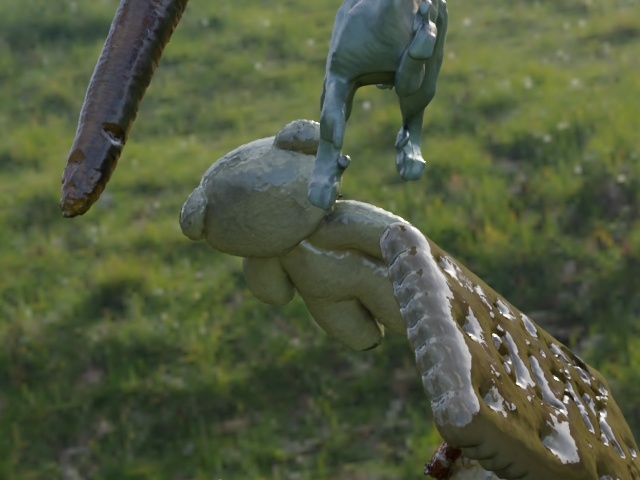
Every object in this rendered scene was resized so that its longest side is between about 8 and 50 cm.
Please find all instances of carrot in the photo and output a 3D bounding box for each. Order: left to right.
[{"bbox_3d":[-0.203,-0.153,1.654,0.066,0.314,0.066,15,-26,7],"label":"carrot"}]

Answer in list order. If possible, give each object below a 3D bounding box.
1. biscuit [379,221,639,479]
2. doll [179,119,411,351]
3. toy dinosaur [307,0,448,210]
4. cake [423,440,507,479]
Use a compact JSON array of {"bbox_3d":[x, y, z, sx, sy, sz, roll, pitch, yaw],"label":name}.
[{"bbox_3d":[0.170,0.126,1.292,0.044,0.217,0.325,-37,-48,19],"label":"biscuit"},{"bbox_3d":[-0.004,0.001,1.631,0.175,0.278,0.149,-38,28,7],"label":"doll"},{"bbox_3d":[0.034,-0.099,0.767,0.053,0.167,0.242,12,14,5],"label":"toy dinosaur"},{"bbox_3d":[0.140,0.214,1.478,0.117,0.086,0.220,-33,-14,-22],"label":"cake"}]
